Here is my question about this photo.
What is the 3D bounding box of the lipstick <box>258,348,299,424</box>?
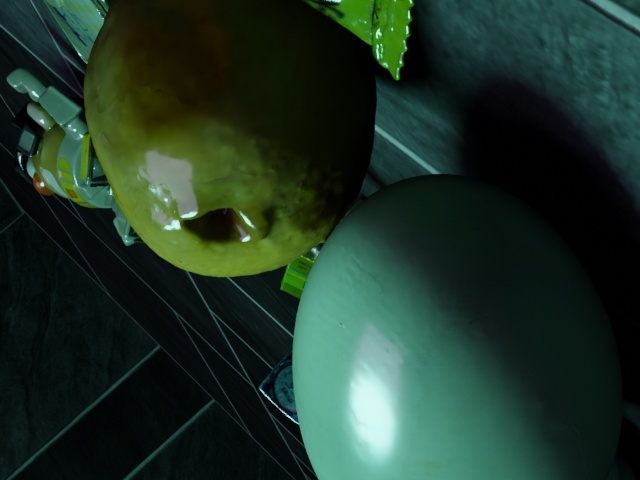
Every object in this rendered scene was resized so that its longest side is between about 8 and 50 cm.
[{"bbox_3d":[-0.001,0.112,1.357,0.051,0.051,0.312,40,-172,3],"label":"lipstick"}]

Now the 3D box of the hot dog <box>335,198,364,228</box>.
[{"bbox_3d":[0.031,-0.013,1.321,0.034,0.030,0.090,47,167,0],"label":"hot dog"}]

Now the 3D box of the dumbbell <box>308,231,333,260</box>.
[{"bbox_3d":[0.000,0.000,1.210,0.325,0.143,0.143,47,167,3],"label":"dumbbell"}]

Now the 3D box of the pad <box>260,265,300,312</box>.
[{"bbox_3d":[-0.043,0.043,1.780,0.159,0.009,0.265,46,168,6],"label":"pad"}]

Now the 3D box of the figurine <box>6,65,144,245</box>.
[{"bbox_3d":[-0.304,-0.106,1.890,0.308,0.143,0.308,44,149,35],"label":"figurine"}]

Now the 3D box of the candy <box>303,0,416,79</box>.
[{"bbox_3d":[-0.018,-0.207,0.839,0.246,0.069,0.149,50,165,29],"label":"candy"}]

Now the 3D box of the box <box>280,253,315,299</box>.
[{"bbox_3d":[0.024,0.046,1.430,0.121,0.030,0.193,27,167,1],"label":"box"}]

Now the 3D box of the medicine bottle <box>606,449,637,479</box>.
[{"bbox_3d":[0.215,0.246,1.232,0.139,0.139,0.225,34,161,47],"label":"medicine bottle"}]

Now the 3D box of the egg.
[{"bbox_3d":[0.094,0.097,0.995,0.230,0.230,0.371,40,160,31],"label":"egg"}]

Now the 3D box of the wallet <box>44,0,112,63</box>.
[{"bbox_3d":[-0.224,-0.243,1.413,0.223,0.077,0.309,51,168,-27],"label":"wallet"}]

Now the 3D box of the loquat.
[{"bbox_3d":[-0.056,-0.088,0.968,0.238,0.193,0.238,-17,-90,-80],"label":"loquat"}]
